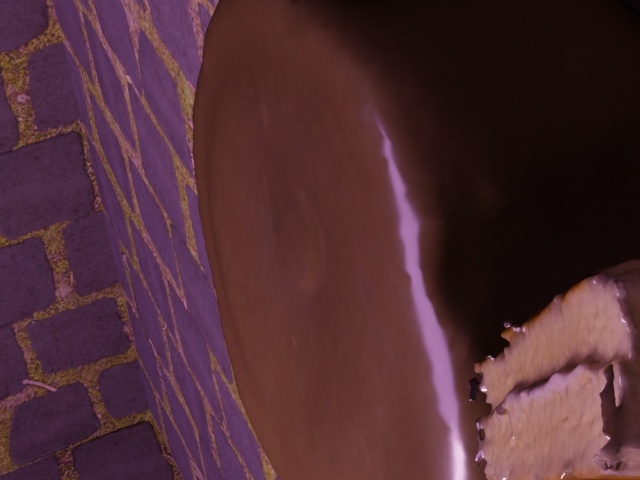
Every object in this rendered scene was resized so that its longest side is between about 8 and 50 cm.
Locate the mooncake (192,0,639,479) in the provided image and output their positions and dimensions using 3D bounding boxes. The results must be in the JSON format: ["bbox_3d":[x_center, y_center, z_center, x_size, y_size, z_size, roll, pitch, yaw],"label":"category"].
[{"bbox_3d":[0.092,0.012,1.117,0.467,0.262,0.467,166,90,-72],"label":"mooncake"}]

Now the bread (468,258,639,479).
[{"bbox_3d":[0.211,0.068,0.792,0.239,0.246,0.111,124,140,-72],"label":"bread"}]
